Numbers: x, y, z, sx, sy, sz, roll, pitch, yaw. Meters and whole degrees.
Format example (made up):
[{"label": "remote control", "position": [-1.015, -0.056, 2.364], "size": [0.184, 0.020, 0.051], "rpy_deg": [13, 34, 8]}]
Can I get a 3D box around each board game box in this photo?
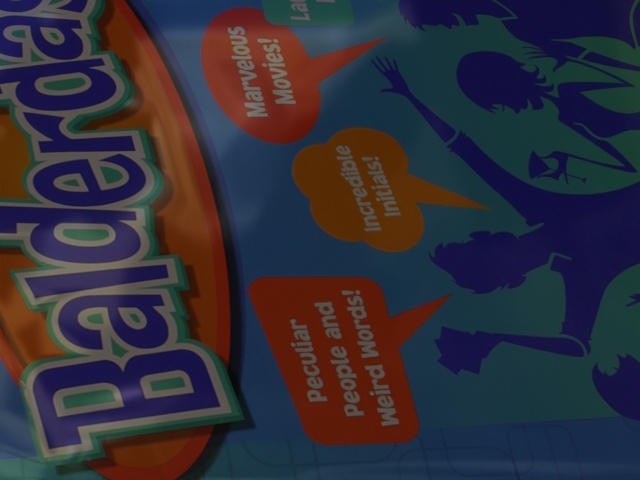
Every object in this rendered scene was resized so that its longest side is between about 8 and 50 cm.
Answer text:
[{"label": "board game box", "position": [0.000, 0.000, 0.399], "size": [0.210, 0.160, 0.047], "rpy_deg": [-1, -40, -17]}]
